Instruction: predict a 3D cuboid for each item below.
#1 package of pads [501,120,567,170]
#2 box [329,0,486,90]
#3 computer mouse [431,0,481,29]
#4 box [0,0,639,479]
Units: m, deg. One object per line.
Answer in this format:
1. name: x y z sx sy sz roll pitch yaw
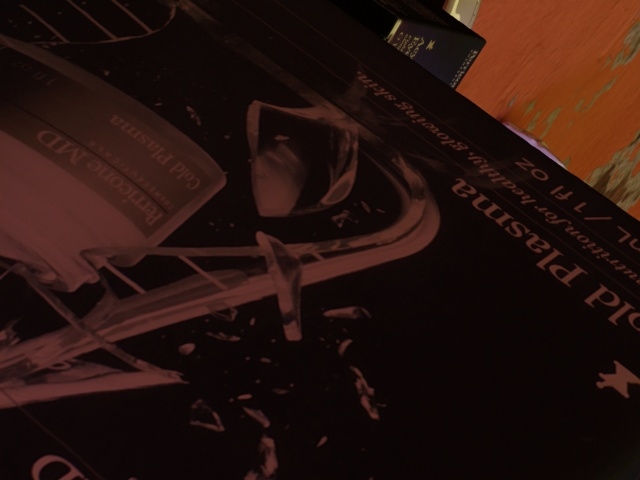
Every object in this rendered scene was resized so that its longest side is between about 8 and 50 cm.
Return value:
1. package of pads: 0.191 0.008 2.177 0.229 0.101 0.296 -49 162 -7
2. box: 0.021 -0.133 1.491 0.153 0.108 0.207 -57 161 15
3. computer mouse: 0.132 -0.222 1.693 0.193 0.042 0.106 -56 162 14
4. box: -0.086 0.097 1.076 0.471 0.480 0.297 -33 153 -45
